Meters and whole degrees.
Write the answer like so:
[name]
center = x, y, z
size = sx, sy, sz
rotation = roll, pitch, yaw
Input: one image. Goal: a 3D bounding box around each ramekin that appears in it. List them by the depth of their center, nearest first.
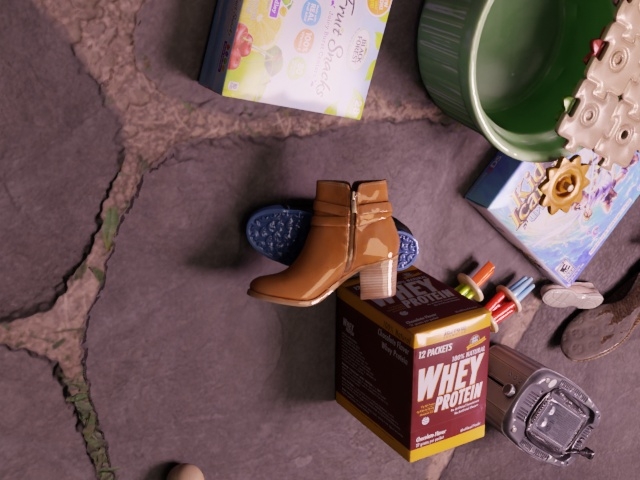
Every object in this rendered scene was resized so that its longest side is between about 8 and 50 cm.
[ramekin]
center = 0.275, -0.268, 1.514
size = 0.303, 0.148, 0.303
rotation = -13, 116, -28

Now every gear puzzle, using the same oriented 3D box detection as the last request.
[gear puzzle]
center = 0.382, -0.186, 1.502
size = 0.175, 0.044, 0.339
rotation = 19, 101, -38

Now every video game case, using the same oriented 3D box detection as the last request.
[video game case]
center = 0.376, -0.098, 1.708
size = 0.244, 0.061, 0.269
rotation = 39, 87, -37

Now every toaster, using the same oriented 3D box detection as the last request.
[toaster]
center = 0.328, 0.255, 1.771
size = 0.227, 0.146, 0.129
rotation = 33, 91, -37

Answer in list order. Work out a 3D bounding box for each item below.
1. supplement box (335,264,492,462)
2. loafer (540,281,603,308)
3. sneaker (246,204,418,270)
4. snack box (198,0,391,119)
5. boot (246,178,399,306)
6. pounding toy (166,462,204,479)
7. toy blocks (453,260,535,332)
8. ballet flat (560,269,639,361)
[supplement box]
center = 0.124, 0.164, 1.573
size = 0.129, 0.191, 0.194
rotation = -13, 115, -28
[loafer]
center = 0.396, 0.082, 1.817
size = 0.125, 0.039, 0.045
rotation = 9, 137, -32
[sneaker]
center = 0.011, -0.008, 1.506
size = 0.232, 0.090, 0.081
rotation = 10, 106, -13
[snack box]
center = -0.026, -0.250, 1.378
size = 0.207, 0.070, 0.174
rotation = 4, 107, -36
[boot]
center = 0.000, 0.000, 1.428
size = 0.197, 0.073, 0.152
rotation = -6, 100, -7
[pounding toy]
center = -0.220, 0.431, 1.515
size = 0.237, 0.110, 0.183
rotation = -36, 125, -15
[toy blocks]
center = 0.251, 0.081, 1.707
size = 0.148, 0.054, 0.123
rotation = -39, 126, -13
[ballet flat]
center = 0.492, 0.120, 1.874
size = 0.250, 0.084, 0.058
rotation = -39, 157, -17
